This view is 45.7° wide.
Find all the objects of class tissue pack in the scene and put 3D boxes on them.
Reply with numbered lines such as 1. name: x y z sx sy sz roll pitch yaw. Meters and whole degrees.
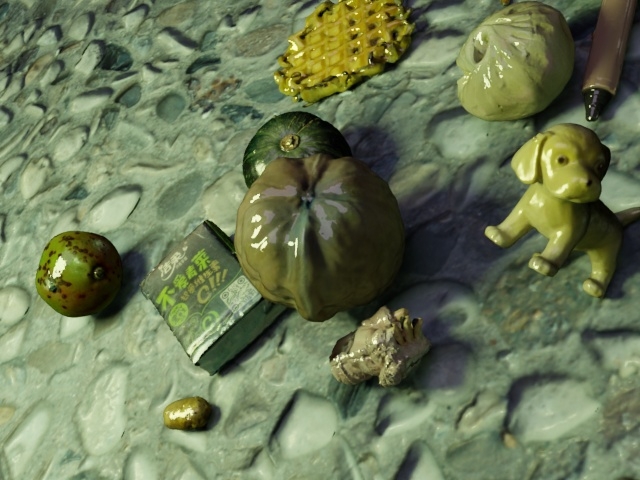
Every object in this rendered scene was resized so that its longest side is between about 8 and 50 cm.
1. tissue pack: -0.182 0.089 1.257 0.173 0.073 0.235 -44 46 -3

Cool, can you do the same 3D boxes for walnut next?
1. walnut: 0.000 -0.002 1.105 0.248 0.248 0.248 -16 52 22

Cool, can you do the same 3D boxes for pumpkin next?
1. pumpkin: -0.037 -0.124 1.268 0.190 0.146 0.190 -15 51 19

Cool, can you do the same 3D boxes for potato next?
1. potato: -0.205 0.267 1.168 0.083 0.040 0.051 -12 41 23

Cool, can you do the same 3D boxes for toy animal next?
1. toy animal: 0.308 -0.031 0.942 0.168 0.233 0.121 -51 42 2

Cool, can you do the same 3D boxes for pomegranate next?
1. pomegranate: -0.449 0.061 1.399 0.205 0.159 0.159 -13 48 56

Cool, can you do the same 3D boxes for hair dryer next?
1. hair dryer: 0.435 -0.334 1.170 0.189 0.107 0.344 6 69 35

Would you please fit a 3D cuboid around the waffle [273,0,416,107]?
1. waffle: 0.043 -0.375 1.456 0.262 0.060 0.280 28 76 41

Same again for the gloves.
1. gloves: 0.083 0.153 1.037 0.144 0.094 0.110 -13 25 51

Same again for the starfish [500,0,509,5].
1. starfish: 0.338 -0.517 1.390 0.176 0.053 0.208 -41 52 -14

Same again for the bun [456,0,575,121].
1. bun: 0.283 -0.278 1.169 0.193 0.128 0.178 -12 63 46
